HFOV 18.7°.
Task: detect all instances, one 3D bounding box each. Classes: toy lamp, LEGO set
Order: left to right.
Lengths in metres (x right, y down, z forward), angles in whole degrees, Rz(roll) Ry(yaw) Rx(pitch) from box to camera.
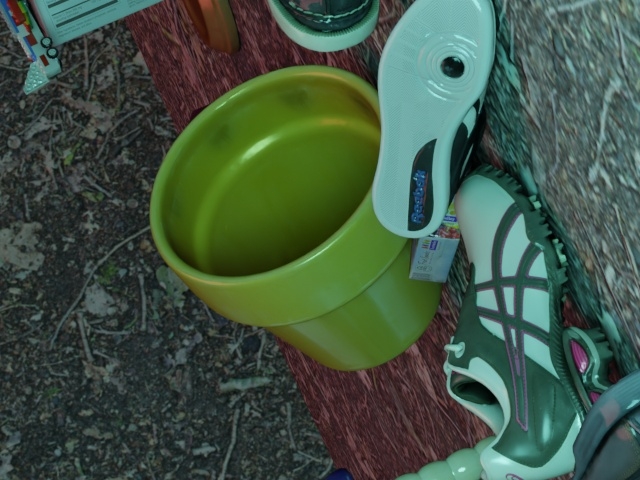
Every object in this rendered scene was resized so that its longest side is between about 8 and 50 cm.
[{"bbox_3d":[-0.336,-0.264,2.038,0.182,0.060,0.244,66,170,-25],"label":"LEGO set"},{"bbox_3d":[0.099,0.189,1.574,0.080,0.275,0.080,157,90,-81],"label":"toy lamp"}]

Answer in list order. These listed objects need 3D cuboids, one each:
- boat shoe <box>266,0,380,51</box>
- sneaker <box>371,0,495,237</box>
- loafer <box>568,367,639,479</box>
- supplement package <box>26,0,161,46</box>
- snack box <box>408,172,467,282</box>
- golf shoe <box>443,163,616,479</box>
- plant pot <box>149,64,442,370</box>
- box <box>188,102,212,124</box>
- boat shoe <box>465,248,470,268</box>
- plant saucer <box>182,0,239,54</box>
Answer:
[{"bbox_3d":[-0.052,-0.316,1.667,0.113,0.127,0.340,89,159,-57],"label":"boat shoe"},{"bbox_3d":[0.091,-0.120,1.469,0.121,0.079,0.217,-58,-15,-54],"label":"sneaker"},{"bbox_3d":[0.228,0.191,1.379,0.095,0.109,0.302,58,166,27],"label":"loafer"},{"bbox_3d":[-0.222,-0.349,2.167,0.204,0.262,0.145,-135,22,-66],"label":"supplement package"},{"bbox_3d":[0.100,-0.030,1.645,0.141,0.037,0.100,97,179,-74],"label":"snack box"},{"bbox_3d":[0.139,0.058,1.479,0.105,0.120,0.273,76,175,-55],"label":"golf shoe"},{"bbox_3d":[0.000,0.000,1.878,0.239,0.254,0.254,53,-176,-46],"label":"plant pot"},{"bbox_3d":[-0.067,-0.069,2.359,0.243,0.117,0.213,-110,-3,-80],"label":"box"},{"bbox_3d":[0.159,0.042,1.628,0.056,0.048,0.153,73,177,-66],"label":"boat shoe"},{"bbox_3d":[-0.165,-0.341,2.633,0.200,0.037,0.200,157,90,-82],"label":"plant saucer"}]
